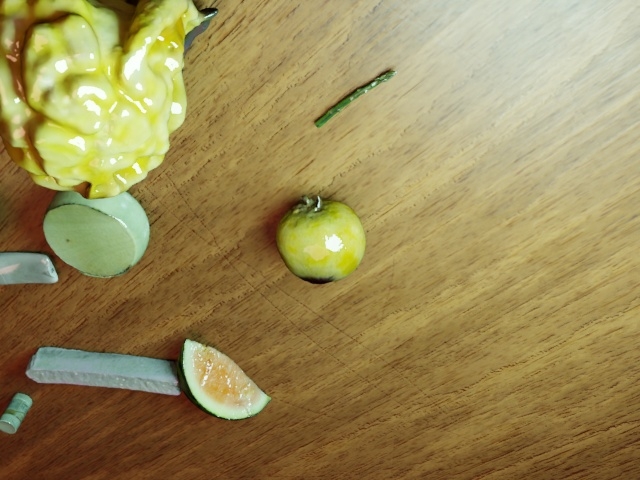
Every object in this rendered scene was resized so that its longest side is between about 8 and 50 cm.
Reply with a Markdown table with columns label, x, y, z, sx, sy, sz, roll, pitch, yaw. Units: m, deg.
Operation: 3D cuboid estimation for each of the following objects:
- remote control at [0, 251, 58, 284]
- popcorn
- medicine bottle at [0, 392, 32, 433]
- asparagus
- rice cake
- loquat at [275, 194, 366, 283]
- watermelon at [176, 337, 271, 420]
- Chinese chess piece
| label | x | y | z | sx | sy | sz | roll | pitch | yaw |
| --- | --- | --- | --- | --- | --- | --- | --- | --- | --- |
| remote control | -0.631 | 0.062 | 1.609 | 0.229 | 0.044 | 0.073 | 0 | 125 | 13 |
| popcorn | -0.320 | -0.245 | 1.155 | 0.382 | 0.349 | 0.349 | -26 | 127 | -17 |
| medicine bottle | -0.695 | 0.393 | 1.858 | 0.047 | 0.083 | 0.047 | 6 | 128 | 8 |
| asparagus | 0.053 | -0.220 | 1.255 | 0.163 | 0.016 | 0.016 | -31 | 90 | 30 |
| rice cake | -0.442 | 0.275 | 1.722 | 0.365 | 0.072 | 0.056 | 4 | 126 | 7 |
| loquat | 0.000 | 0.000 | 1.362 | 0.163 | 0.137 | 0.163 | 20 | 136 | 21 |
| watermelon | -0.211 | 0.297 | 1.676 | 0.245 | 0.119 | 0.063 | 41 | 167 | -26 |
| Chinese chess piece | -0.402 | -0.023 | 1.472 | 0.189 | 0.083 | 0.188 | 6 | 132 | 7 |
